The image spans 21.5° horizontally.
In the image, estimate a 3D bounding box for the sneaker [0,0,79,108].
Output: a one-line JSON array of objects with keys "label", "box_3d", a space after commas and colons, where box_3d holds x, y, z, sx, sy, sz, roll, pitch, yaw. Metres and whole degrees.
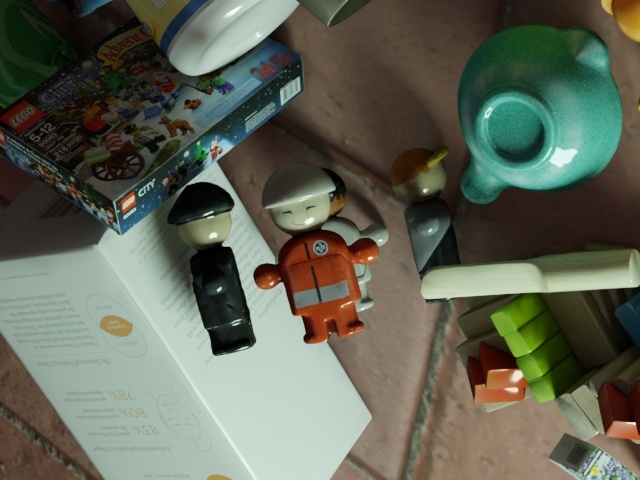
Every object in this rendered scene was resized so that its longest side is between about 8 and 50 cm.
[{"label": "sneaker", "box_3d": [-0.234, -0.133, 1.672, 0.123, 0.109, 0.295, -26, 104, 48]}]

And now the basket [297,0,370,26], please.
[{"label": "basket", "box_3d": [-0.019, -0.291, 1.308, 0.204, 0.154, 0.227, -39, 89, 17]}]

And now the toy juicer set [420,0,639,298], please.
[{"label": "toy juicer set", "box_3d": [0.196, -0.086, 1.276, 0.209, 0.089, 0.329, 16, 118, 23]}]

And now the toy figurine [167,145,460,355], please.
[{"label": "toy figurine", "box_3d": [0.000, 0.000, 1.428, 0.213, 0.209, 0.148, -12, 94, 52]}]

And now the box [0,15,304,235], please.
[{"label": "box", "box_3d": [-0.150, -0.119, 1.483, 0.159, 0.233, 0.044, 32, 147, 28]}]

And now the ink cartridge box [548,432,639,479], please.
[{"label": "ink cartridge box", "box_3d": [0.248, 0.204, 1.385, 0.115, 0.029, 0.063, 37, 174, -15]}]

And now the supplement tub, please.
[{"label": "supplement tub", "box_3d": [-0.118, -0.257, 1.435, 0.200, 0.144, 0.144, 53, 140, 7]}]

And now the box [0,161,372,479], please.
[{"label": "box", "box_3d": [-0.143, 0.096, 1.592, 0.215, 0.168, 0.345, -7, 123, 42]}]

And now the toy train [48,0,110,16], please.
[{"label": "toy train", "box_3d": [-0.231, -0.300, 1.579, 0.105, 0.080, 0.184, 1, 114, 39]}]

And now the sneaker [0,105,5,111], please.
[{"label": "sneaker", "box_3d": [-0.431, -0.219, 1.837, 0.283, 0.110, 0.122, 60, 158, 2]}]

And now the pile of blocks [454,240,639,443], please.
[{"label": "pile of blocks", "box_3d": [0.234, 0.094, 1.319, 0.362, 0.112, 0.149, 7, 119, 43]}]
